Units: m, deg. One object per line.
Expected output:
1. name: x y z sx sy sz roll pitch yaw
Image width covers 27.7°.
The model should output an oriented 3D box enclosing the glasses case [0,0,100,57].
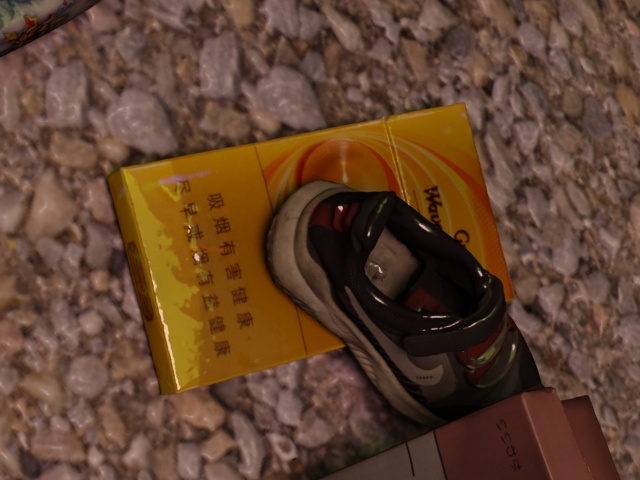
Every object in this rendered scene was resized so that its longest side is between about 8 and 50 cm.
1. glasses case: -0.171 -0.172 0.826 0.248 0.087 0.065 -38 109 -28

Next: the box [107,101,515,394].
1. box: 0.000 0.000 0.894 0.269 0.043 0.152 -12 88 -27

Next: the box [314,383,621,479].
1. box: 0.098 0.220 0.779 0.086 0.215 0.215 0 65 -51

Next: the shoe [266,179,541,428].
1. shoe: 0.070 0.046 0.835 0.227 0.112 0.099 41 68 -14
